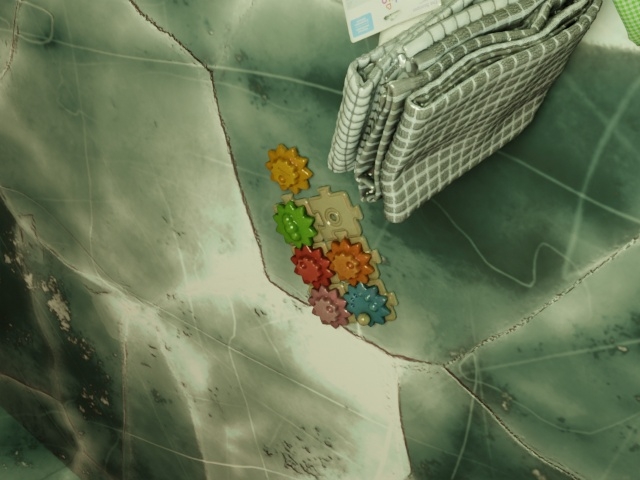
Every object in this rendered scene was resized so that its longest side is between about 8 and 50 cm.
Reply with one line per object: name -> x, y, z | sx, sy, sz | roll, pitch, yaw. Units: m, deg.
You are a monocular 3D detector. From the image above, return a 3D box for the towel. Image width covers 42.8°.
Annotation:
towel -> 0.154, -0.162, 0.894 | 0.121, 0.283, 0.235 | 51, 161, 14

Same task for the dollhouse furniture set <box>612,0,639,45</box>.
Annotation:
dollhouse furniture set -> 0.391, -0.200, 0.787 | 0.197, 0.151, 0.301 | -19, 117, 42

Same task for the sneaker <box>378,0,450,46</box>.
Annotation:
sneaker -> 0.114, -0.195, 1.054 | 0.111, 0.129, 0.297 | 18, 126, 31

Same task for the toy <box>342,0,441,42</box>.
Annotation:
toy -> 0.052, -0.375, 0.978 | 0.136, 0.056, 0.237 | -12, 88, 41

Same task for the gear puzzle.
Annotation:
gear puzzle -> 0.000, 0.000, 1.324 | 0.175, 0.044, 0.339 | -8, 113, 40
